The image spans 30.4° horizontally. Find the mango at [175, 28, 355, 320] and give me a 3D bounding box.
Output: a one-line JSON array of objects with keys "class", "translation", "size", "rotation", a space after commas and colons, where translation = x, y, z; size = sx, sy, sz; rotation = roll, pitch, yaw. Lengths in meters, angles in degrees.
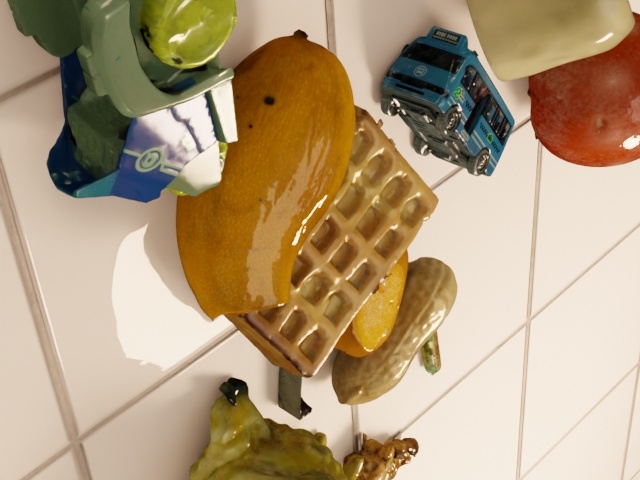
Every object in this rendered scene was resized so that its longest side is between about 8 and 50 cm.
[{"class": "mango", "translation": [-0.073, -0.075, 1.400], "size": [0.144, 0.187, 0.359], "rotation": [177, -63, -87]}]

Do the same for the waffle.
[{"class": "waffle", "translation": [0.000, 0.000, 1.575], "size": [0.327, 0.098, 0.224], "rotation": [-53, 127, -14]}]

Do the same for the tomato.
[{"class": "tomato", "translation": [0.469, -0.244, 1.908], "size": [0.265, 0.265, 0.264], "rotation": [-31, 135, -36]}]

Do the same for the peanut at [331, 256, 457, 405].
[{"class": "peanut", "translation": [0.109, 0.143, 1.850], "size": [0.111, 0.125, 0.274], "rotation": [39, 88, -17]}]

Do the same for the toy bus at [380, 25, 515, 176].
[{"class": "toy bus", "translation": [0.189, -0.194, 1.706], "size": [0.134, 0.114, 0.246], "rotation": [-60, 147, -8]}]

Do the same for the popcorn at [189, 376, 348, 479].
[{"class": "popcorn", "translation": [-0.079, 0.391, 1.670], "size": [0.237, 0.293, 0.293], "rotation": [-50, 148, 17]}]

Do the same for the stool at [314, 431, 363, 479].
[{"class": "stool", "translation": [-0.009, 0.378, 1.867], "size": [0.135, 0.134, 0.110], "rotation": [-106, -147, -74]}]

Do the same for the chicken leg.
[{"class": "chicken leg", "translation": [0.111, 0.377, 2.049], "size": [0.207, 0.085, 0.101], "rotation": [-19, 117, -55]}]

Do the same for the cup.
[{"class": "cup", "translation": [0.339, -0.325, 1.695], "size": [0.255, 0.202, 0.173], "rotation": [23, 51, -67]}]

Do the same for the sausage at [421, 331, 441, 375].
[{"class": "sausage", "translation": [0.181, 0.145, 2.006], "size": [0.033, 0.033, 0.269], "rotation": [-42, 141, -25]}]

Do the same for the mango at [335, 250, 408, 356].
[{"class": "mango", "translation": [0.067, 0.073, 1.744], "size": [0.217, 0.102, 0.141], "rotation": [-59, 143, -32]}]

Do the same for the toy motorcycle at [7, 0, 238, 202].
[{"class": "toy motorcycle", "translation": [-0.196, -0.150, 1.191], "size": [0.200, 0.191, 0.326], "rotation": [-32, 139, -24]}]

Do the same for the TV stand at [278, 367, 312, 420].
[{"class": "TV stand", "translation": [-0.033, 0.150, 1.726], "size": [0.040, 0.049, 0.256], "rotation": [-30, 134, -40]}]
